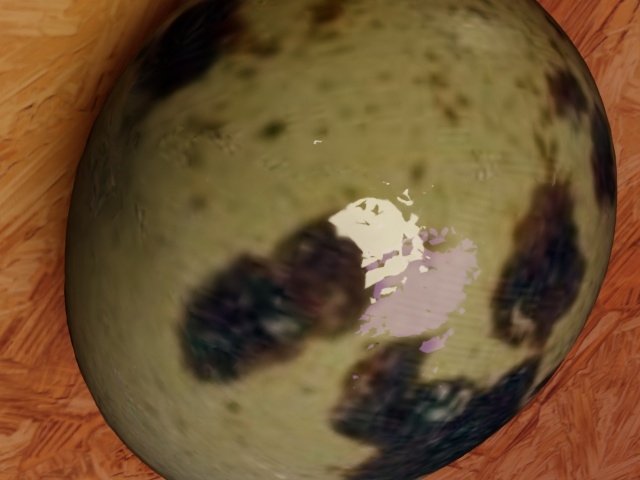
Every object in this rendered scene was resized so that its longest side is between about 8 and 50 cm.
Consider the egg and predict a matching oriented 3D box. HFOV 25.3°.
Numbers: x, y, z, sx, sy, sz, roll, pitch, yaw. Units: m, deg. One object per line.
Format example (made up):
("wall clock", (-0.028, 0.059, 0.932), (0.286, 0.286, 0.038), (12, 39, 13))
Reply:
("egg", (0.000, 0.000, 0.952), (0.345, 0.345, 0.428), (11, 134, -42))
